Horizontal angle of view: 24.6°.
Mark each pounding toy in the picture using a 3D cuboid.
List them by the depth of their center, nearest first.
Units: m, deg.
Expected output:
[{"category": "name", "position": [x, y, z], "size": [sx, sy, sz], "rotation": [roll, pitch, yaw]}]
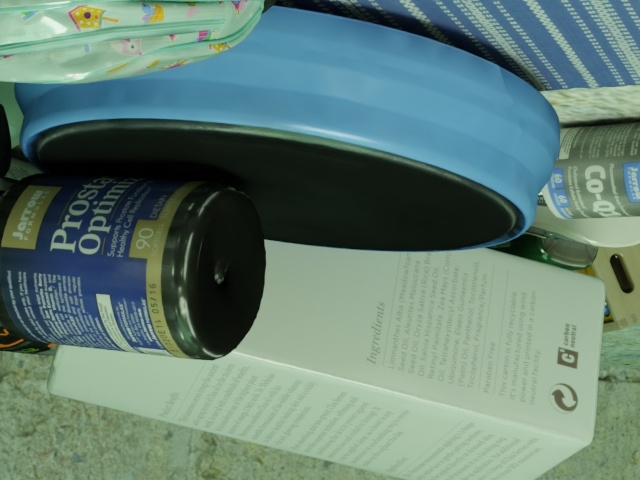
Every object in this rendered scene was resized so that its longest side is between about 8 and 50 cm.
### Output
[{"category": "pounding toy", "position": [0.297, 0.031, 1.616], "size": [0.100, 0.141, 0.130], "rotation": [-22, 177, -14]}]

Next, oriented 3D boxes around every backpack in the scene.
[{"category": "backpack", "position": [-0.102, -0.133, 0.685], "size": [0.152, 0.115, 0.182], "rotation": [-6, -171, 30]}]

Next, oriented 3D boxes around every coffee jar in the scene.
[{"category": "coffee jar", "position": [0.202, -0.004, 1.568], "size": [0.096, 0.079, 0.184], "rotation": [12, 170, -36]}]

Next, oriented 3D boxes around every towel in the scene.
[{"category": "towel", "position": [0.054, -0.144, 0.934], "size": [0.336, 0.040, 0.243], "rotation": [-1, 167, 26]}]

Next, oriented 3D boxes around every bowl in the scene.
[{"category": "bowl", "position": [-0.027, -0.066, 1.046], "size": [0.391, 0.077, 0.391], "rotation": [8, 169, 2]}]

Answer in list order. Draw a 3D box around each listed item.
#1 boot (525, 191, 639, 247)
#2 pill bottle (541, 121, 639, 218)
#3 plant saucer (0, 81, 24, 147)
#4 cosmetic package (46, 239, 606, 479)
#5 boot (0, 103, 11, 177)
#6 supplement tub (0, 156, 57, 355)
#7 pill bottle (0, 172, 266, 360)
[{"category": "boot", "position": [0.227, -0.035, 1.435], "size": [0.190, 0.069, 0.086], "rotation": [13, 178, 1]}, {"category": "pill bottle", "position": [0.255, -0.058, 1.194], "size": [0.137, 0.078, 0.078], "rotation": [-2, 169, 38]}, {"category": "plant saucer", "position": [-0.412, -0.108, 1.198], "size": [0.400, 0.101, 0.400], "rotation": [5, 172, 1]}, {"category": "cosmetic package", "position": [0.000, 0.088, 1.322], "size": [0.453, 0.161, 0.230], "rotation": [15, 154, -10]}, {"category": "boot", "position": [-0.363, -0.095, 1.008], "size": [0.207, 0.094, 0.246], "rotation": [-18, 145, 22]}, {"category": "supplement tub", "position": [-0.355, 0.009, 1.527], "size": [0.207, 0.207, 0.338], "rotation": [1, 173, 24]}, {"category": "pill bottle", "position": [-0.159, 0.015, 1.030], "size": [0.219, 0.123, 0.123], "rotation": [4, 171, 24]}]
